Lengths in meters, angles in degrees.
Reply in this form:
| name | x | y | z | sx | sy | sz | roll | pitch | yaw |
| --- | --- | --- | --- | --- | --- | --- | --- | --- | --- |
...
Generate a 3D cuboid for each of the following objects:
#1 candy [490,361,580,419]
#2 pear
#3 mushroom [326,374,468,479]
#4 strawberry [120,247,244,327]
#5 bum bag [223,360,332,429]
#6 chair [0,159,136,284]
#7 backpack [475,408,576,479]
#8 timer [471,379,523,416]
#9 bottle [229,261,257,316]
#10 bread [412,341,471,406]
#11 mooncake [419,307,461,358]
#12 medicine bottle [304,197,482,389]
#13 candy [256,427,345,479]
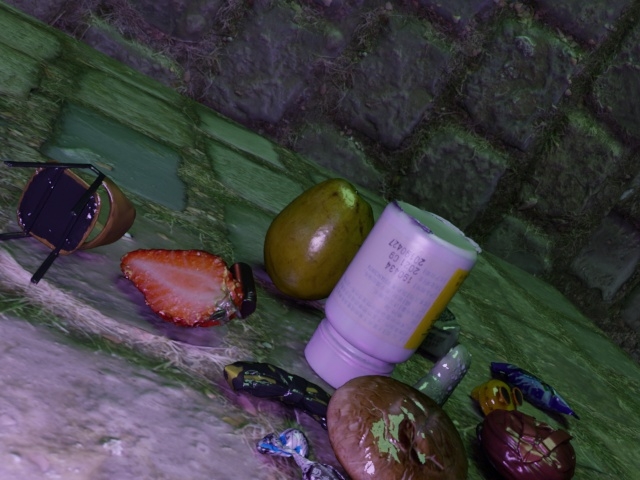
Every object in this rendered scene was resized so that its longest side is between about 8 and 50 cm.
| name | x | y | z | sx | sy | sz | roll | pitch | yaw |
| --- | --- | --- | --- | --- | --- | --- | --- | --- | --- |
| candy | 0.607 | 0.421 | 2.032 | 0.275 | 0.070 | 0.145 | 29 | 7 | -1 |
| pear | 0.000 | 0.000 | 1.718 | 0.253 | 0.307 | 0.253 | 37 | 9 | -7 |
| mushroom | 0.134 | 0.342 | 1.198 | 0.278 | 0.146 | 0.278 | 31 | 28 | -18 |
| strawberry | -0.249 | 0.099 | 1.326 | 0.175 | 0.107 | 0.236 | -28 | 52 | -29 |
| bum bag | -0.066 | 0.259 | 1.237 | 0.232 | 0.060 | 0.107 | 27 | 7 | -23 |
| chair | -0.452 | -0.045 | 1.253 | 0.172 | 0.159 | 0.247 | 35 | 16 | -1 |
| backpack | 0.431 | 0.439 | 1.484 | 0.229 | 0.139 | 0.229 | 33 | 11 | -7 |
| timer | 0.425 | 0.396 | 1.747 | 0.107 | 0.109 | 0.107 | 28 | 45 | -32 |
| bottle | -0.165 | 0.104 | 1.526 | 0.060 | 0.060 | 0.164 | 26 | 17 | -20 |
| bread | 0.243 | 0.321 | 1.523 | 0.064 | 0.172 | 0.232 | 39 | 60 | 23 |
| mooncake | 0.249 | 0.186 | 1.936 | 0.254 | 0.136 | 0.250 | 27 | 12 | -18 |
| medicine bottle | 0.137 | 0.120 | 1.455 | 0.213 | 0.379 | 0.213 | 30 | 15 | -9 |
| candy | -0.003 | 0.365 | 1.057 | 0.226 | 0.051 | 0.094 | 38 | 27 | 27 |
